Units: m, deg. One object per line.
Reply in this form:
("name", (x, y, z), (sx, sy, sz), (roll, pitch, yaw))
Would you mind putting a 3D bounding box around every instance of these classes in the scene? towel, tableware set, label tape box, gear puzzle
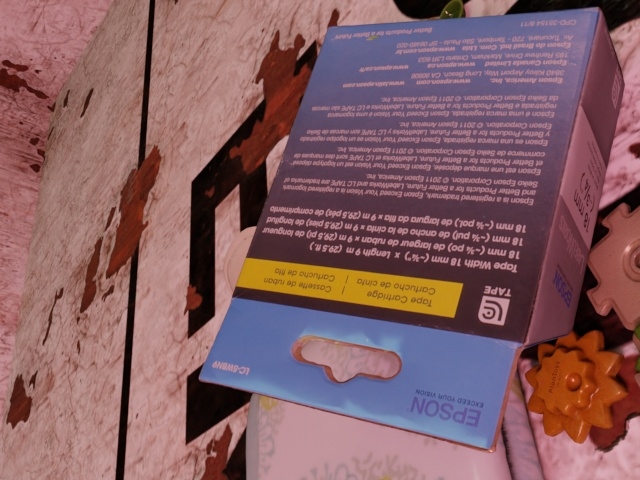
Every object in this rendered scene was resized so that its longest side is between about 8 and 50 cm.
("towel", (0.054, 0.228, 0.680), (0.320, 0.090, 0.374), (-38, 44, 38))
("tableware set", (0.106, -0.204, 0.880), (0.154, 0.024, 0.104), (-23, 55, 52))
("label tape box", (0.078, -0.012, 0.611), (0.241, 0.106, 0.333), (6, 68, 33))
("gear puzzle", (0.249, 0.015, 0.518), (0.339, 0.044, 0.175), (-50, 37, 32))

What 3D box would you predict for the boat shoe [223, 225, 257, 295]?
("boat shoe", (0.000, 0.000, 0.871), (0.324, 0.097, 0.116), (-35, 87, 50))
